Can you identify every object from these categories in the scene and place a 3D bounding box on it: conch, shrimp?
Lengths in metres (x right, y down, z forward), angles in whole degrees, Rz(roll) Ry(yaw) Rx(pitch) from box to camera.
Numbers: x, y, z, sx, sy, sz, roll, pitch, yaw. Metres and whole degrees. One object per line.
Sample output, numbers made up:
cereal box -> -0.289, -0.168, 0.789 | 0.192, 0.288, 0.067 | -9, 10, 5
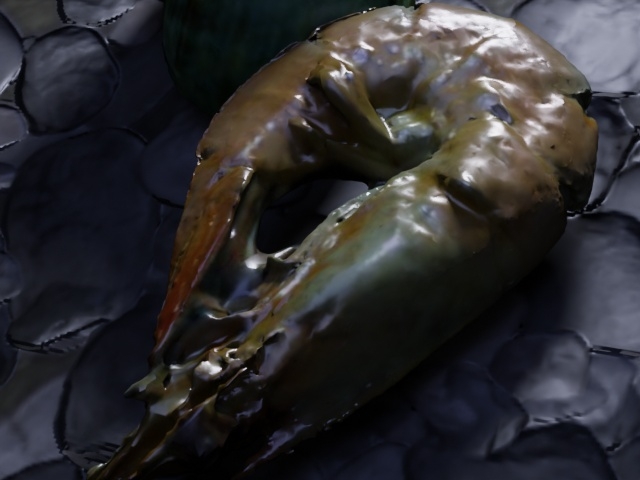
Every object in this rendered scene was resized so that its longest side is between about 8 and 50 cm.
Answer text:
conch -> -0.036, -0.151, 0.655 | 0.188, 0.122, 0.175 | 31, 91, 37
shrimp -> 0.000, 0.001, 0.546 | 0.145, 0.061, 0.267 | 39, 76, 13
